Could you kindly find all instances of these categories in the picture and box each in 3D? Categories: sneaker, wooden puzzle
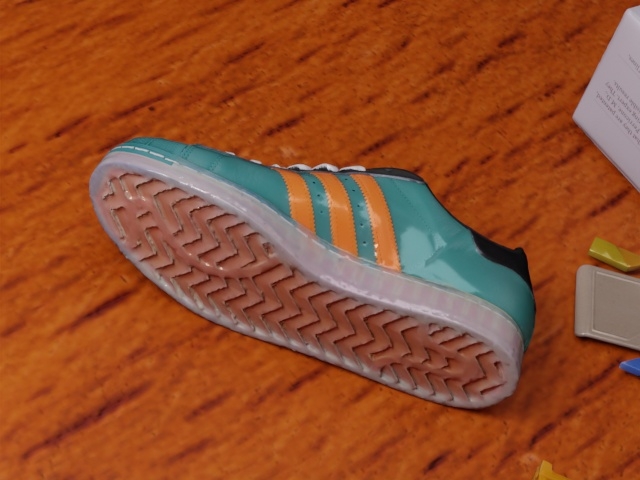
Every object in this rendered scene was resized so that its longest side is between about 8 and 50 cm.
[{"bbox_3d":[0.000,0.000,1.072,0.302,0.108,0.121,26,45,-5],"label":"sneaker"},{"bbox_3d":[0.215,0.050,1.154,0.078,0.014,0.116,17,46,3],"label":"wooden puzzle"}]

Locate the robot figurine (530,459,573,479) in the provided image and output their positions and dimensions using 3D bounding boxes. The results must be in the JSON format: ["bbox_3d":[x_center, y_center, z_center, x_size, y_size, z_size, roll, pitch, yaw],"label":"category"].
[{"bbox_3d":[0.154,0.268,0.890,0.211,0.085,0.291,21,46,2],"label":"robot figurine"}]

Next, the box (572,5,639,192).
[{"bbox_3d":[0.327,-0.097,1.247,0.181,0.119,0.182,-20,59,-32],"label":"box"}]
